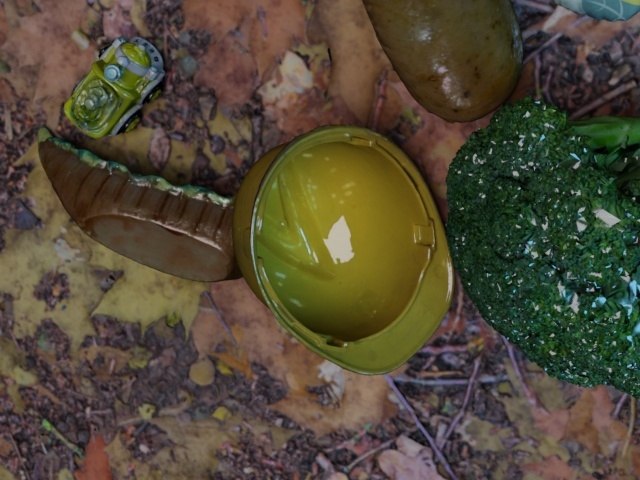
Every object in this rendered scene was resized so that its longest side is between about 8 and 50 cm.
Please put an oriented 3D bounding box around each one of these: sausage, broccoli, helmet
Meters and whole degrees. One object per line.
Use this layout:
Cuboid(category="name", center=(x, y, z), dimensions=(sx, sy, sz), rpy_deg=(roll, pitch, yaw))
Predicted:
Cuboid(category="sausage", center=(0.075, -0.301, 1.117), dimensions=(0.136, 0.123, 0.501), rpy_deg=(-12, 130, 7))
Cuboid(category="broccoli", center=(0.245, -0.002, 1.183), dimensions=(0.308, 0.275, 0.308), rpy_deg=(34, 150, 23))
Cuboid(category="helmet", center=(0.000, 0.000, 1.311), dimensions=(0.140, 0.205, 0.257), rpy_deg=(17, 148, 54))

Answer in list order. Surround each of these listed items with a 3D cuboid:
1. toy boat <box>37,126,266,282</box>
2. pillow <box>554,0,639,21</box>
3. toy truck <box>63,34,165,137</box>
Cuboid(category="toy boat", center=(-0.190, -0.034, 1.393), dimensions=(0.293, 0.099, 0.108), rpy_deg=(23, 135, 11))
Cuboid(category="pillow", center=(0.245, -0.326, 1.188), dimensions=(0.214, 0.086, 0.233), rpy_deg=(36, 109, -4))
Cuboid(category="toy truck", center=(-0.213, -0.158, 1.375), dimensions=(0.076, 0.077, 0.111), rpy_deg=(42, 112, 4))
